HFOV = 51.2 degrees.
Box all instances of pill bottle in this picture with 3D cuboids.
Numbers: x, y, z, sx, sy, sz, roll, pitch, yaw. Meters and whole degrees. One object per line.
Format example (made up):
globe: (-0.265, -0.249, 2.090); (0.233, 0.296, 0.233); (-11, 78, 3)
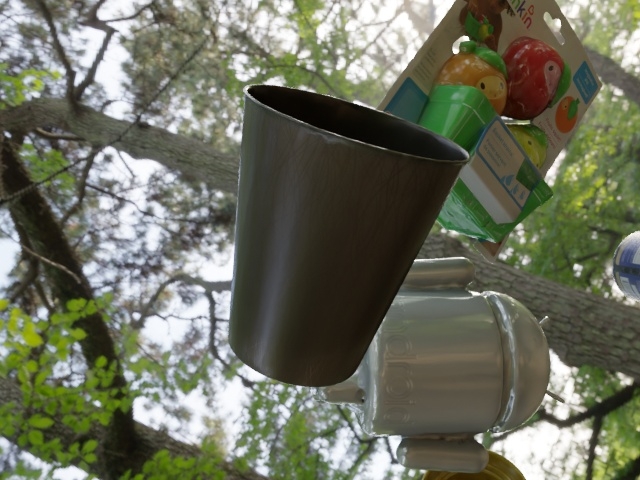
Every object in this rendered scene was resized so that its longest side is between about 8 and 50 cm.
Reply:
pill bottle: (0.543, 0.049, 0.991); (0.219, 0.123, 0.122); (-148, 77, -83)

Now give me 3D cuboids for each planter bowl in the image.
planter bowl: (0.301, 0.523, 1.298); (0.217, 0.217, 0.090); (-51, -32, -28)

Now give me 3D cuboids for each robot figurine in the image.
robot figurine: (0.165, 0.171, 0.940); (0.200, 0.354, 0.299); (122, 147, -78)

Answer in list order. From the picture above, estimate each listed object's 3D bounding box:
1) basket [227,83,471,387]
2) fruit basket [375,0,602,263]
basket: (0.000, 0.000, 0.594); (0.154, 0.205, 0.226); (-20, -49, -56)
fruit basket: (0.260, -0.189, 0.932); (0.353, 0.165, 0.327); (-51, -55, -6)
